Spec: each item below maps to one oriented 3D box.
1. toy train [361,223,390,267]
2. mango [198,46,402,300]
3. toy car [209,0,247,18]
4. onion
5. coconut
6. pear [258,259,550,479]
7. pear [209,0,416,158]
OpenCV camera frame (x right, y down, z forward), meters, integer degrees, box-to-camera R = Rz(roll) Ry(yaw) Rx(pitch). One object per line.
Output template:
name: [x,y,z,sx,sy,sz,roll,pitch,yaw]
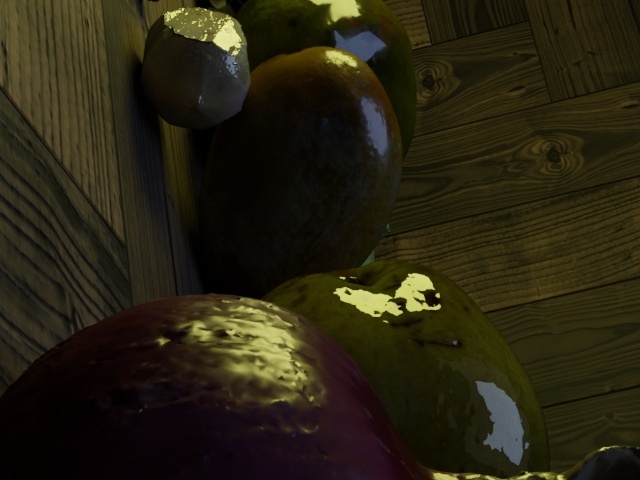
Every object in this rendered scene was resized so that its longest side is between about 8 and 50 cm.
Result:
toy train: [0.000,0.000,1.771,0.326,0.159,0.129,-86,159,-56]
mango: [-0.024,-0.038,1.404,0.146,0.192,0.316,-79,-177,-78]
toy car: [-0.094,-0.336,1.818,0.193,0.118,0.301,56,21,-48]
onion: [-0.012,0.185,0.715,0.358,0.345,0.358,42,-26,26]
coconut: [-0.117,-0.160,1.324,0.124,0.110,0.110,-104,176,-52]
pear: [0.041,0.162,1.211,0.304,0.303,0.304,-14,90,-83]
pear: [-0.011,-0.171,1.604,0.321,0.269,0.269,35,42,-79]
